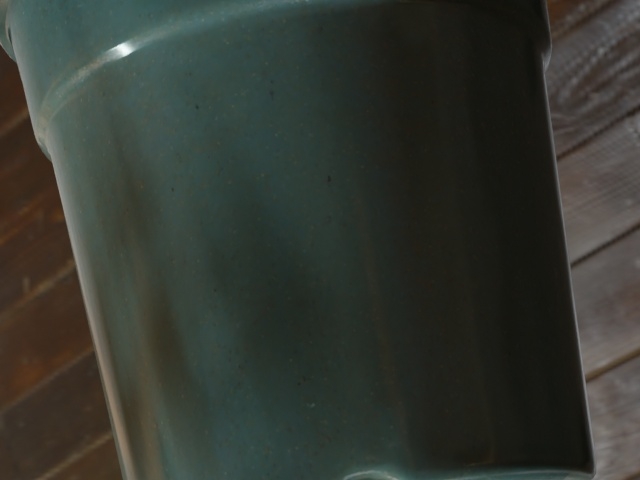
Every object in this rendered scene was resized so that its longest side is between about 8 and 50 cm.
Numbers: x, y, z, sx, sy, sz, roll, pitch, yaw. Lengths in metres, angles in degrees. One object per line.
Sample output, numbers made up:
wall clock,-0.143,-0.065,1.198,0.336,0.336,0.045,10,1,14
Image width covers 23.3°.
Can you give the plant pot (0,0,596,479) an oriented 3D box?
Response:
plant pot,-0.001,0.000,0.890,0.341,0.341,0.334,-21,70,34
